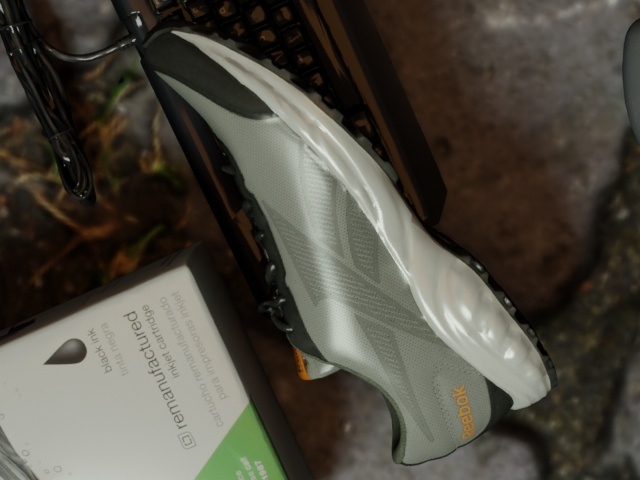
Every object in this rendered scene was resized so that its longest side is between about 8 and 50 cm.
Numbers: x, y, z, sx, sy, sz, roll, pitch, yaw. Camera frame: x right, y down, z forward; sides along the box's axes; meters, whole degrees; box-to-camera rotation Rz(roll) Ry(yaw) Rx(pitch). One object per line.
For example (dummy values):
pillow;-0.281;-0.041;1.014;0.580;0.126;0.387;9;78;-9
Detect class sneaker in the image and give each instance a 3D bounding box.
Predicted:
sneaker;0.000;0.000;0.937;0.108;0.100;0.271;-41;96;2

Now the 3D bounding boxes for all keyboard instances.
keyboard;-0.082;-0.115;0.988;0.201;0.033;0.317;-25;93;2

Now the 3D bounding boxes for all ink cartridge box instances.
ink cartridge box;-0.130;0.119;0.959;0.219;0.092;0.160;-25;95;5

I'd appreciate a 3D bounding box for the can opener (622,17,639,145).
can opener;0.244;0.004;0.980;0.095;0.076;0.283;-21;90;34
